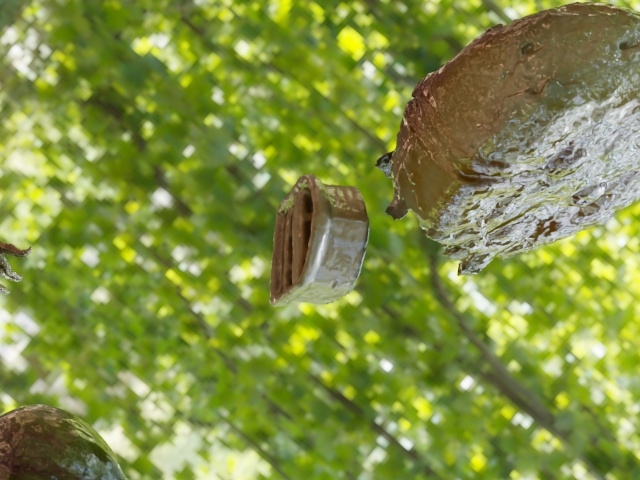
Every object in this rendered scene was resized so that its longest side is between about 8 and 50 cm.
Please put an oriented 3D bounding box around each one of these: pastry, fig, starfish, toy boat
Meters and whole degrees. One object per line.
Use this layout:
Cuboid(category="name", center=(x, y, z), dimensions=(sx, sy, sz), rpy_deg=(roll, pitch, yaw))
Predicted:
Cuboid(category="pastry", center=(0.224, -0.106, 1.486), dimensions=(0.329, 0.136, 0.330), rpy_deg=(-18, 153, -10))
Cuboid(category="fig", center=(-0.193, 0.230, 1.355), dimensions=(0.149, 0.245, 0.149), rpy_deg=(-171, -90, -88))
Cuboid(category="starfish", center=(-0.409, 0.017, 1.797), dimensions=(0.133, 0.130, 0.041), rpy_deg=(113, -27, -54))
Cuboid(category="toy boat", center=(0.000, 0.000, 1.493), dimensions=(0.188, 0.061, 0.116), rpy_deg=(137, -42, -71))
